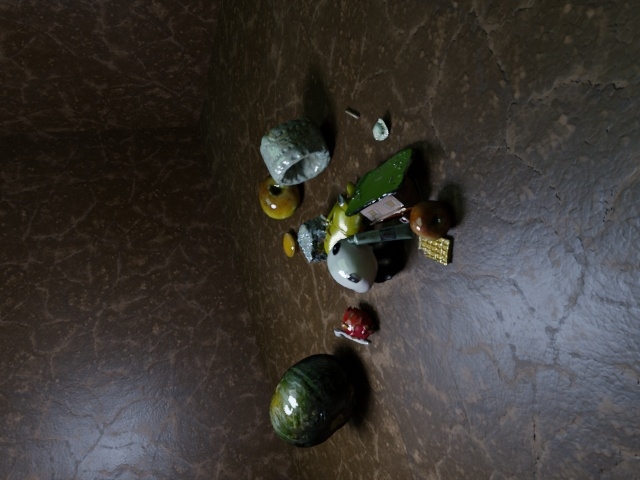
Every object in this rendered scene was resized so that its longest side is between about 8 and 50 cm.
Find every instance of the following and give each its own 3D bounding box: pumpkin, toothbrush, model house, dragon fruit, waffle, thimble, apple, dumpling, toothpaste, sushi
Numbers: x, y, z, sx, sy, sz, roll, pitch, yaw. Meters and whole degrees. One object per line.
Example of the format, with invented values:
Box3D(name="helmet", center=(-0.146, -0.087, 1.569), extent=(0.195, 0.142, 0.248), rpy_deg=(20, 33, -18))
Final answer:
Box3D(name="pumpkin", center=(-0.038, 0.740, 1.984), extent=(0.344, 0.455, 0.454), rpy_deg=(38, 134, 32))
Box3D(name="toothbrush", center=(0.143, 0.453, 1.967), extent=(0.307, 0.025, 0.029), rpy_deg=(-3, 105, 64))
Box3D(name="model house", center=(0.247, -0.159, 1.450), extent=(0.294, 0.154, 0.207), rpy_deg=(-26, 32, 54))
Box3D(name="dragon fruit", center=(0.150, 0.351, 1.796), extent=(0.166, 0.133, 0.136), rpy_deg=(50, 148, 42))
Box3D(name="waffle", center=(0.367, 0.020, 1.365), extent=(0.135, 0.021, 0.092), rpy_deg=(29, 125, 57))
Box3D(name="thimble", center=(-0.102, -0.389, 1.862), extent=(0.195, 0.292, 0.291), rpy_deg=(65, 151, 13))
Box3D(name="apple", center=(0.332, -0.061, 1.294), extent=(0.102, 0.126, 0.125), rpy_deg=(-179, 79, -79))
Box3D(name="apple", center=(-0.214, -0.226, 2.207), extent=(0.207, 0.237, 0.236), rpy_deg=(74, 176, -73))
Box3D(name="dumpling", center=(0.216, -0.388, 1.496), extent=(0.059, 0.043, 0.077), rpy_deg=(41, 121, 28))
Box3D(name="toothpaste", center=(0.209, -0.019, 1.450), extent=(0.038, 0.234, 0.060), rpy_deg=(94, 166, -85))
Box3D(name="sushi", center=(0.000, 0.000, 1.902), extent=(0.274, 0.184, 0.139), rpy_deg=(101, 148, -41))

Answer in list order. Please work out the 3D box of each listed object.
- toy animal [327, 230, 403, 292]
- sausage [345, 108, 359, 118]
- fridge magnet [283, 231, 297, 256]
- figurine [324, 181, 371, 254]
Box3D(name="toy animal", center=(0.153, 0.079, 1.548), extent=(0.212, 0.267, 0.212), rpy_deg=(43, 141, 49))
Box3D(name="sausage", center=(0.124, -0.499, 1.661), extent=(0.100, 0.015, 0.015), rpy_deg=(47, 139, 47))
Box3D(name="fridge magnet", center=(-0.172, 0.023, 2.387), extent=(0.143, 0.063, 0.142), rpy_deg=(29, 123, 58))
Box3D(name="figurine", center=(0.109, -0.067, 1.691), extent=(0.218, 0.169, 0.326), rpy_deg=(-65, -5, -56))
